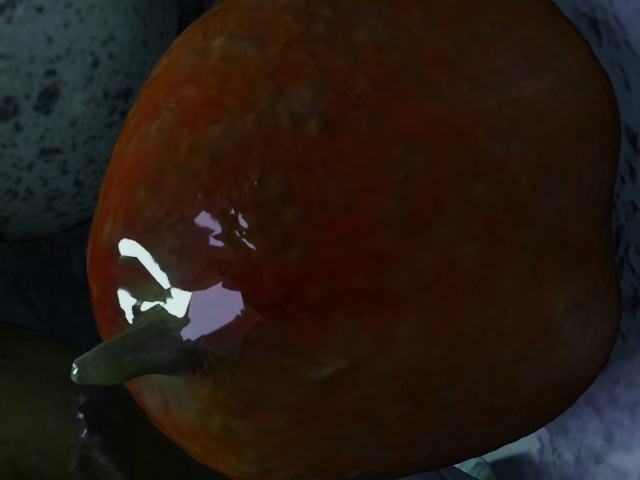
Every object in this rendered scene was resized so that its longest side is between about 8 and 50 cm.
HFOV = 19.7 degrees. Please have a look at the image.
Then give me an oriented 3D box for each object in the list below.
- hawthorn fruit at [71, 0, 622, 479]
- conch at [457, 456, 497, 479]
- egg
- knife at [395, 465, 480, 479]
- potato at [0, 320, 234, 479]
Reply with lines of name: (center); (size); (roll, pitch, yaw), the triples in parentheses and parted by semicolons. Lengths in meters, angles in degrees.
hawthorn fruit: (0.000, 0.000, 0.645); (0.199, 0.251, 0.199); (12, 113, 31)
conch: (0.057, 0.134, 0.736); (0.085, 0.056, 0.076); (-54, 12, -9)
egg: (-0.128, -0.080, 0.831); (0.132, 0.132, 0.172); (40, 108, 32)
knife: (0.110, 0.129, 0.661); (0.244, 0.058, 0.032); (23, 129, 25)
potato: (-0.118, 0.172, 0.805); (0.351, 0.218, 0.202); (24, 150, 34)
